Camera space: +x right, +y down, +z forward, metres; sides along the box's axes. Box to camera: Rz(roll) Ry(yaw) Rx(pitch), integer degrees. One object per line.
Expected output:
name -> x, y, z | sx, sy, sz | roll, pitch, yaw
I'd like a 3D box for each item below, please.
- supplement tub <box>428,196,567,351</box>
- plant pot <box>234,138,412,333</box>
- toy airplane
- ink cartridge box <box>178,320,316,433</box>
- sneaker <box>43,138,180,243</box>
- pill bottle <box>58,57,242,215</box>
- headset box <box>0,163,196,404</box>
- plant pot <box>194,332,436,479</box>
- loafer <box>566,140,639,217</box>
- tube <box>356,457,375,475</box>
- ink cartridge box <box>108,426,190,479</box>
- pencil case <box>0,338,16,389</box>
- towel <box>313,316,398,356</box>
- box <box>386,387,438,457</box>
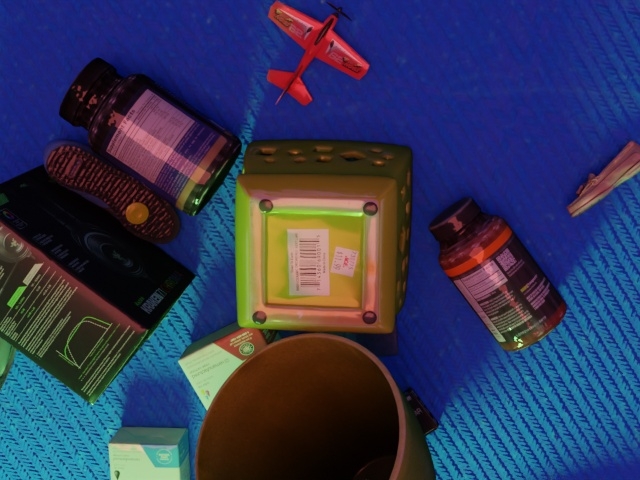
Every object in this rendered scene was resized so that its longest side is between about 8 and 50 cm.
supplement tub -> 0.226, 0.040, 1.344 | 0.106, 0.106, 0.198 | -35, 97, 13
plant pot -> 0.000, 0.000, 1.308 | 0.227, 0.207, 0.228 | 2, 105, 5
toy airplane -> -0.013, -0.239, 1.342 | 0.151, 0.028, 0.151 | 2, 103, 7
ink cartridge box -> -0.095, 0.203, 1.435 | 0.127, 0.072, 0.175 | -28, 99, 11
sneaker -> -0.280, -0.072, 1.401 | 0.209, 0.082, 0.069 | 34, 95, -22
pill bottle -> -0.222, -0.139, 1.341 | 0.219, 0.123, 0.122 | 34, 105, -2
headset box -> -0.334, 0.040, 1.334 | 0.283, 0.246, 0.131 | 37, 105, -2
plant pot -> 0.036, 0.299, 1.308 | 0.275, 0.274, 0.293 | -30, 142, 12
loafer -> 0.367, -0.079, 1.336 | 0.125, 0.045, 0.039 | -37, 80, 7
tube -> 0.087, 0.399, 1.480 | 0.080, 0.052, 0.207 | -32, 92, 1
ink cartridge box -> -0.244, 0.365, 1.497 | 0.104, 0.060, 0.180 | 0, 104, 6
pencil case -> -0.614, 0.115, 1.427 | 0.410, 0.160, 0.183 | 2, 114, 6
towel -> 0.048, 0.128, 1.424 | 0.120, 0.029, 0.067 | -1, 104, 7
box -> 0.114, 0.257, 1.453 | 0.083, 0.018, 0.067 | -35, 98, 13
